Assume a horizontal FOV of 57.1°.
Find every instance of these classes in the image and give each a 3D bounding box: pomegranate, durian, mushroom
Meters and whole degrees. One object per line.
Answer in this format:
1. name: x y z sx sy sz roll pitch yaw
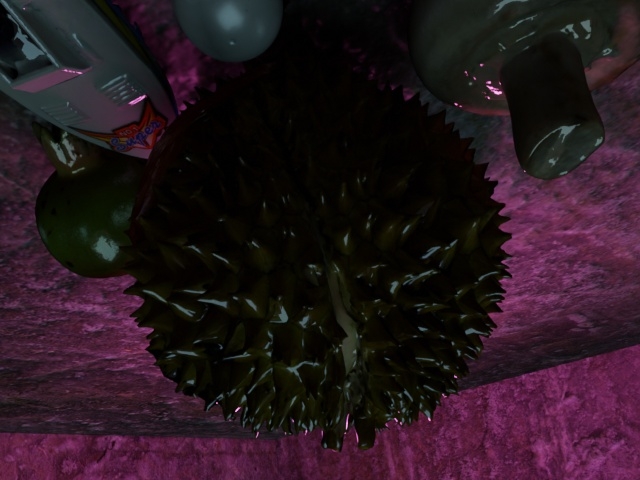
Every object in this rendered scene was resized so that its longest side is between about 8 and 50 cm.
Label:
1. pomegranate: -0.246 -0.050 0.660 0.160 0.159 0.204 -11 129 5
2. durian: -0.004 -0.001 0.544 0.348 0.384 0.347 -10 149 -6
3. mushroom: 0.177 -0.152 0.474 0.208 0.215 0.207 -2 155 -1

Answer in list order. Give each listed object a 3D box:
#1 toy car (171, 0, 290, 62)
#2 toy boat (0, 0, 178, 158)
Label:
1. toy car: -0.069 -0.188 0.448 0.112 0.112 0.139 -10 154 4
2. toy boat: -0.212 -0.149 0.511 0.129 0.088 0.295 -16 153 14
